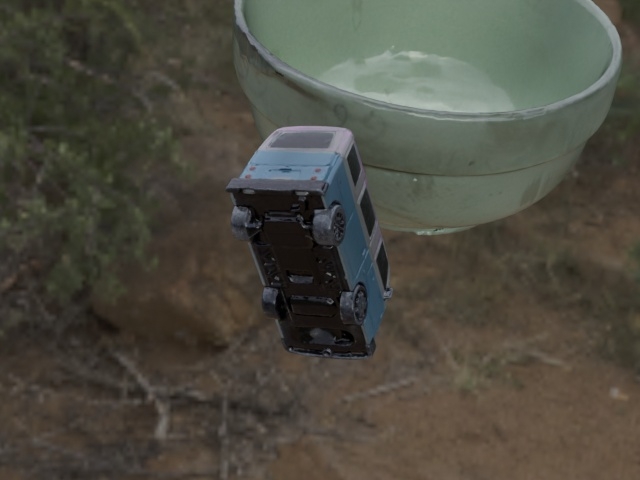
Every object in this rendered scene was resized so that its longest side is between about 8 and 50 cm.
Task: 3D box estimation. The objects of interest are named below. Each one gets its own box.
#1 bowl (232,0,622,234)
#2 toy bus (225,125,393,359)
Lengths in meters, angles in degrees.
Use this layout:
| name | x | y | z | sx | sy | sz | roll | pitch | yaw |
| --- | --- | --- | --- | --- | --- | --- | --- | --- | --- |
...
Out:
| name | x | y | z | sx | sy | sz | roll | pitch | yaw |
| --- | --- | --- | --- | --- | --- | --- | --- | --- | --- |
| bowl | 0.079 | -0.116 | 1.105 | 0.307 | 0.163 | 0.307 | 2 | 37 | -2 |
| toy bus | 0.000 | 0.000 | 0.749 | 0.060 | 0.123 | 0.075 | 3 | 42 | 24 |
